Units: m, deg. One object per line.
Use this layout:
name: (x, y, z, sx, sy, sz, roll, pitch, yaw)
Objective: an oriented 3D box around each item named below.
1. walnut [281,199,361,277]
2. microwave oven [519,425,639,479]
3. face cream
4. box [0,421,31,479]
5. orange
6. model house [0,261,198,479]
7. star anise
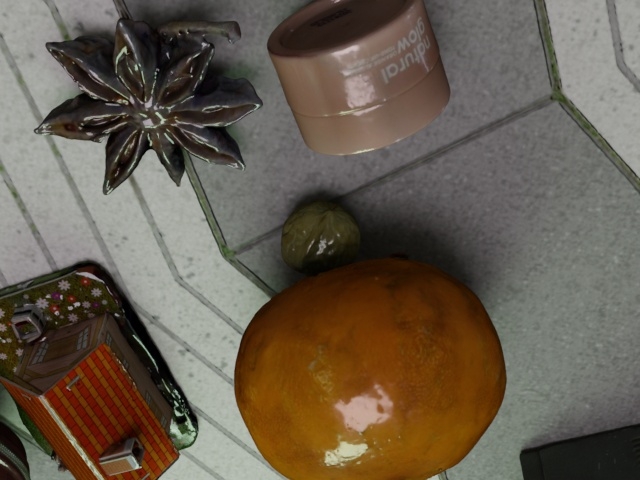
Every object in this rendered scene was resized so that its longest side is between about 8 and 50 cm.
walnut: (0.000, 0.000, 1.128, 0.092, 0.092, 0.092, 1, 123, 1)
microwave oven: (0.465, 0.457, 1.316, 0.374, 0.236, 0.432, -15, 122, 11)
face cream: (0.036, -0.160, 0.979, 0.149, 0.149, 0.104, -16, 121, 12)
box: (-0.524, 0.225, 1.194, 0.263, 0.108, 0.404, -25, 131, 24)
orange: (0.050, 0.145, 1.111, 0.283, 0.226, 0.284, -12, 155, -5)
model house: (-0.287, 0.201, 1.225, 0.207, 0.154, 0.294, -18, 121, 12)
star anise: (-0.156, -0.144, 1.037, 0.230, 0.081, 0.262, 33, 129, -18)
